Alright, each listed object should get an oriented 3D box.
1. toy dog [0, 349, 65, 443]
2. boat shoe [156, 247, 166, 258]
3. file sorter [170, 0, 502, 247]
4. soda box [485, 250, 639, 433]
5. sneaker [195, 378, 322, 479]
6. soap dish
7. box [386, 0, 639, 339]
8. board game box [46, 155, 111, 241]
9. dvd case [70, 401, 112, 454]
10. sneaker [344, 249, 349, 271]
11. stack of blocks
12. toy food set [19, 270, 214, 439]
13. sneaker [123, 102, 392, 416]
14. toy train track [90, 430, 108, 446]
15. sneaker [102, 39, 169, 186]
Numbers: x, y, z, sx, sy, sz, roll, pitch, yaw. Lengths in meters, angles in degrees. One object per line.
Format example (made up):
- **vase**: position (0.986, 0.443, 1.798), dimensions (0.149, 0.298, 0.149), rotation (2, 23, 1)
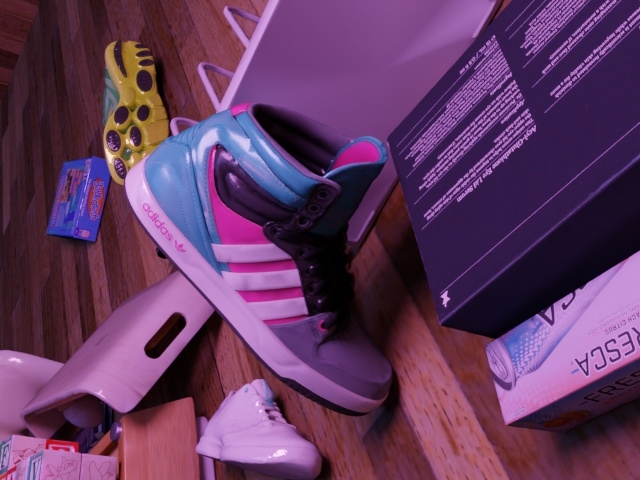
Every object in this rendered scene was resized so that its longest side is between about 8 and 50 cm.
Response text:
- **toy dog**: position (-0.552, 0.374, 1.208), dimensions (0.284, 0.395, 0.408), rotation (-29, 43, 39)
- **boat shoe**: position (-0.194, 0.005, 1.149), dimensions (0.152, 0.056, 0.049), rotation (174, 103, -67)
- **file sorter**: position (-0.005, -0.170, 0.794), dimensions (0.277, 0.193, 0.173), rotation (-61, 31, 21)
- **soda box**: position (0.190, 0.058, 0.511), dimensions (0.183, 0.058, 0.063), rotation (-42, 44, 40)
- **sneaker**: position (-0.064, 0.189, 0.845), dimensions (0.212, 0.080, 0.094), rotation (-11, 56, 57)
- **soap dish**: position (-0.238, 0.354, 0.997), dimensions (0.291, 0.118, 0.229), rotation (-46, 41, 36)
- **box**: position (0.175, -0.075, 0.552), dimensions (0.261, 0.103, 0.184), rotation (-46, 38, 37)
- **board game box**: position (-0.483, -0.081, 1.641), dimensions (0.210, 0.047, 0.160), rotation (5, 81, 58)
- **dvd case**: position (-0.378, 0.377, 1.304), dimensions (0.221, 0.018, 0.164), rotation (-49, 38, 36)
- **sneaker**: position (-0.051, 0.012, 0.888), dimensions (0.292, 0.110, 0.118), rotation (-116, 32, -46)
- **stack of blocks**: position (-0.346, 0.326, 0.980), dimensions (0.297, 0.087, 0.171), rotation (-33, 50, 46)
- **toy food set**: position (-0.259, 0.163, 1.094), dimensions (0.306, 0.092, 0.220), rotation (-26, 21, 49)
- **sneaker**: position (0.000, 0.000, 0.678), dimensions (0.178, 0.295, 0.124), rotation (-38, 13, 24)
- **toy train track**: position (-0.307, 0.303, 1.214), dimensions (0.083, 0.048, 0.014), rotation (12, 120, 44)
- **sneaker**: position (-0.319, -0.208, 1.410), dimensions (0.123, 0.109, 0.295), rotation (110, 155, -55)
